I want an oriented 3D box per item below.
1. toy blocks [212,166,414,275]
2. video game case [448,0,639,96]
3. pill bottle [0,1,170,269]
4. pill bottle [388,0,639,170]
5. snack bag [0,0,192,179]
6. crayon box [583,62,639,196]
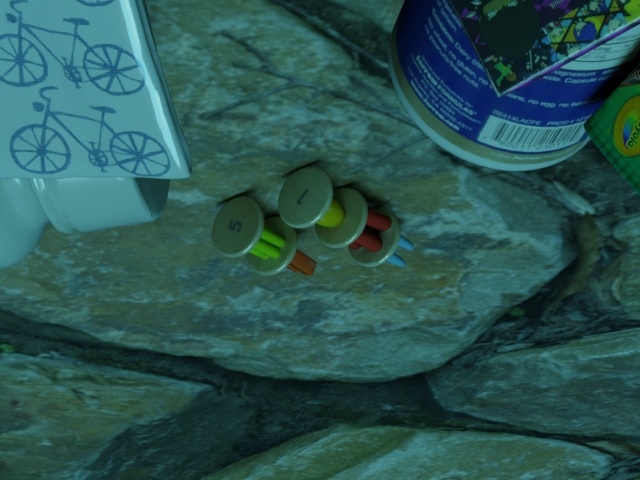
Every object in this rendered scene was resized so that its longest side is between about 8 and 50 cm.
[{"bbox_3d":[0.000,0.000,1.386,0.123,0.054,0.148,-23,149,28],"label":"toy blocks"},{"bbox_3d":[0.141,-0.216,0.810,0.232,0.210,0.042,-29,179,21],"label":"video game case"},{"bbox_3d":[-0.288,-0.069,1.033,0.361,0.204,0.204,-8,153,6],"label":"pill bottle"},{"bbox_3d":[0.144,-0.168,0.981,0.153,0.153,0.265,2,151,-14],"label":"pill bottle"},{"bbox_3d":[-0.240,-0.173,0.789,0.323,0.037,0.343,3,127,17],"label":"snack bag"},{"bbox_3d":[0.301,-0.138,0.990,0.278,0.081,0.165,-33,169,-35],"label":"crayon box"}]
